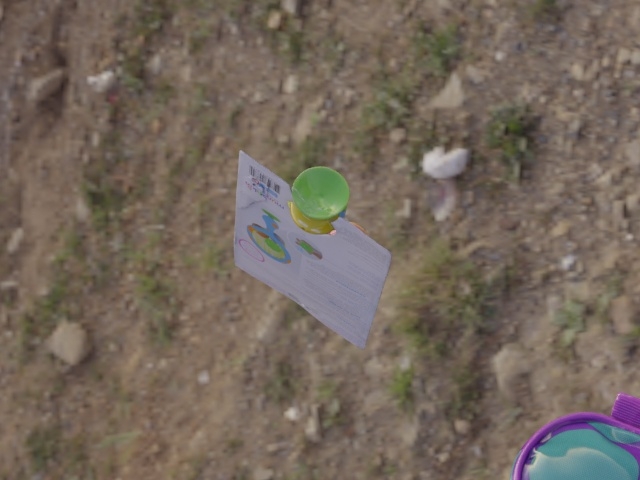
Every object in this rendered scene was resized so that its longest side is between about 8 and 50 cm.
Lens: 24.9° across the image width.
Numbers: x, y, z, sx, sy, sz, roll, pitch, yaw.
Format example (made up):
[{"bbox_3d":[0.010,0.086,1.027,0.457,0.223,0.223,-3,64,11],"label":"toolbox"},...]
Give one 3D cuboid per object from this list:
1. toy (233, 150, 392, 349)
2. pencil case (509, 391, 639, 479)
[{"bbox_3d":[0.000,0.000,1.160,0.137,0.237,0.056,34,73,9],"label":"toy"},{"bbox_3d":[0.113,0.132,0.561,0.064,0.070,0.152,23,146,33],"label":"pencil case"}]
